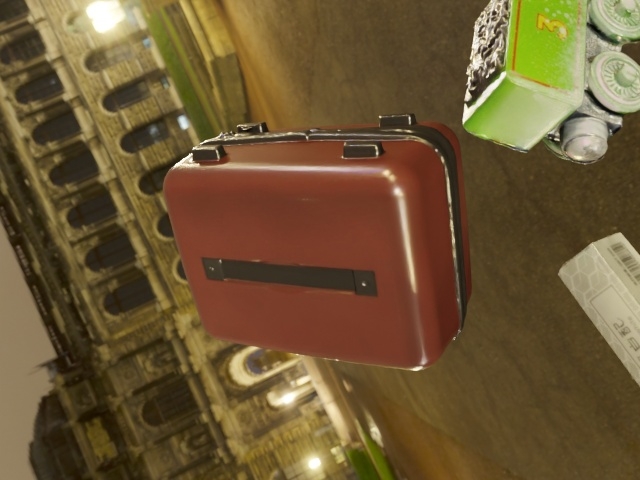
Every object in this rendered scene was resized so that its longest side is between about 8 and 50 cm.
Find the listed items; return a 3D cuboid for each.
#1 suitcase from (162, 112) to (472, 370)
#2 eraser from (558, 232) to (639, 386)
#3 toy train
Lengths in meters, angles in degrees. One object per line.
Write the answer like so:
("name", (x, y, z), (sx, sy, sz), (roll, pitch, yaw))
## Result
("suitcase", (0.000, 0.000, 0.652), (0.161, 0.296, 0.236), (-44, -50, -51))
("eraser", (0.542, 0.180, 0.977), (0.404, 0.098, 0.096), (61, 143, 22))
("toy train", (0.355, -0.275, 0.962), (0.173, 0.248, 0.307), (124, 161, -65))
